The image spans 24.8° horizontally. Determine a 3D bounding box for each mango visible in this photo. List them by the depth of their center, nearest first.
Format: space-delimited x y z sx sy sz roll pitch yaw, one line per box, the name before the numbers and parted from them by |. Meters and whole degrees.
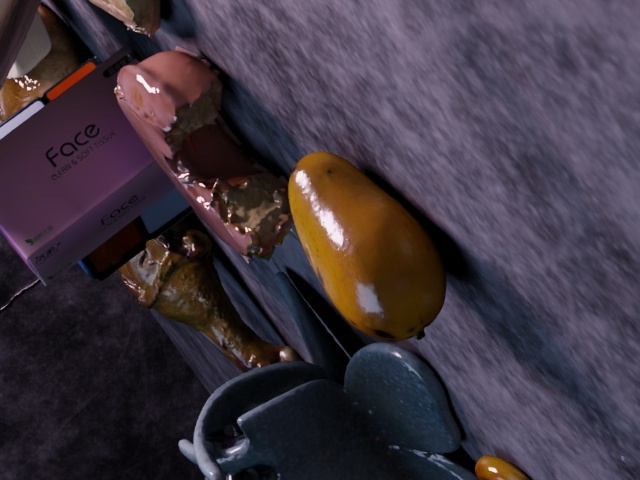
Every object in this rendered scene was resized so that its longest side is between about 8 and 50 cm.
mango | 0.035 0.008 1.165 0.178 0.090 0.115 47 158 40

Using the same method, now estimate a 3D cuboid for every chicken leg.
chicken leg | -0.196 0.080 2.173 0.361 0.140 0.211 58 160 -11

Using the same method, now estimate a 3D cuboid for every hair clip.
hair clip | 0.014 0.256 1.656 0.318 0.238 0.392 55 168 -26

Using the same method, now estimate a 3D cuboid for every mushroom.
mushroom | -0.394 -0.205 2.041 0.278 0.146 0.278 49 149 42

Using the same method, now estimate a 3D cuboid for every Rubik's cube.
Rubik's cube | -0.282 -0.088 1.836 0.167 0.180 0.183 45 168 29

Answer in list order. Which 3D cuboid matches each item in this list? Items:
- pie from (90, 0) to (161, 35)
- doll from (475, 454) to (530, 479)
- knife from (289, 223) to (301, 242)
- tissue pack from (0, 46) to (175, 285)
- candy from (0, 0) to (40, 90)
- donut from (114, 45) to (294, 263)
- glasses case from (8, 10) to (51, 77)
pie | -0.223 -0.273 1.409 0.218 0.052 0.185 43 164 31
doll | 0.155 0.371 1.445 0.162 0.269 0.166 33 164 7
knife | -0.002 0.002 1.473 0.047 0.017 0.298 49 170 -20
tissue pack | -0.266 -0.084 1.671 0.148 0.246 0.092 47 167 19
candy | -0.419 -0.219 1.598 0.145 0.358 0.208 23 167 -6
donut | -0.114 -0.093 1.449 0.233 0.085 0.199 58 167 -29
glasses case | -0.447 -0.351 1.815 0.131 0.070 0.312 14 138 34
